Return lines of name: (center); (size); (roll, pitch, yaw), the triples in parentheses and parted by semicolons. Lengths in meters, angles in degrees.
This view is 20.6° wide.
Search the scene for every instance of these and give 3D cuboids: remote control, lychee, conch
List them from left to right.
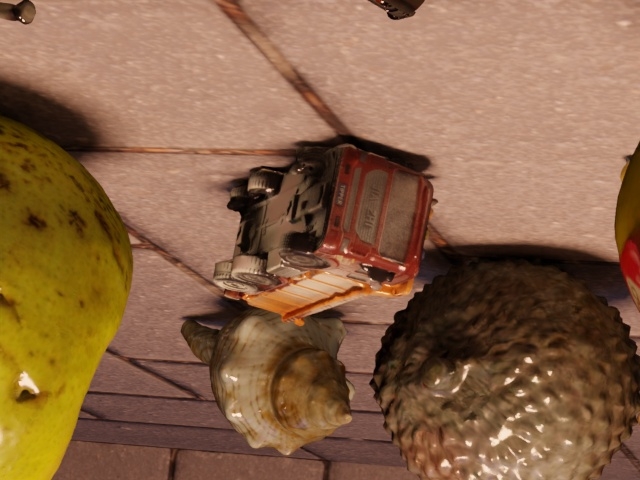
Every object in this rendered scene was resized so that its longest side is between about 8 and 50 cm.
conch: (-0.046, 0.143, 2.073); (0.203, 0.169, 0.386); (41, -175, -28)
remote control: (0.026, -0.158, 1.081); (0.034, 0.016, 0.091); (0, 164, 44)
lychee: (0.185, 0.140, 1.713); (0.255, 0.255, 0.274); (-2, 170, 32)

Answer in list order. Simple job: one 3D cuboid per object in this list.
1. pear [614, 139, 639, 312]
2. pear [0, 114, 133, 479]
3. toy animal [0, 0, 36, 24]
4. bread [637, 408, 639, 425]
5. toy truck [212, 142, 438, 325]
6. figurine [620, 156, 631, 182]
pear: (0.335, 0.030, 1.051); (0.287, 0.287, 0.375); (-7, 116, 45)
pear: (-0.354, 0.055, 1.418); (0.391, 0.391, 0.391); (7, 166, 2)
toy animal: (-0.297, -0.178, 1.057); (0.176, 0.073, 0.217); (3, 171, 40)
bread: (0.382, 0.088, 1.546); (0.224, 0.183, 0.211); (0, 163, 17)
toy truck: (0.000, 0.000, 1.523); (0.135, 0.114, 0.270); (16, 164, -20)
figurine: (0.262, -0.040, 1.385); (0.051, 0.047, 0.083); (13, 164, 19)
